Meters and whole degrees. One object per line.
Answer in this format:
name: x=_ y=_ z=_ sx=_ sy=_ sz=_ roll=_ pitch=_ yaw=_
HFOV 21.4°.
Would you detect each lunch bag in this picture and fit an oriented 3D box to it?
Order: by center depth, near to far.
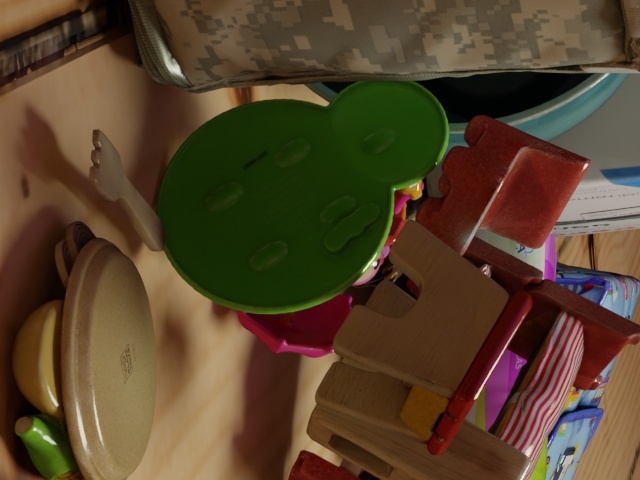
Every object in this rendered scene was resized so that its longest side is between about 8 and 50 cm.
lunch bag: x=0.043 y=-0.204 z=0.851 sx=0.212 sy=0.305 sz=0.256 roll=-28 pitch=115 yaw=-68
lunch bag: x=0.194 y=0.165 z=1.599 sx=0.221 sy=0.138 sz=0.293 roll=2 pitch=100 yaw=-72

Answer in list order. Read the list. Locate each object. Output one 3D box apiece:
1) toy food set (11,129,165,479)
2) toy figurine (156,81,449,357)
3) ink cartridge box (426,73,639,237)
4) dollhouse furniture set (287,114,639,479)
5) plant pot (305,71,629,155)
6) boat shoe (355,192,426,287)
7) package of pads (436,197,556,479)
toy food set: x=-0.113 y=0.058 z=0.817 sx=0.132 sy=0.039 sz=0.192 roll=64 pitch=25 yaw=-65
toy figurine: x=0.000 y=0.000 z=0.990 sx=0.130 sy=0.173 sz=0.159 roll=51 pitch=-11 yaw=24
ink cartridge box: x=0.253 y=-0.104 z=1.412 sx=0.395 sy=0.285 sz=0.166 roll=17 pitch=68 yaw=-76
dollhouse furniture set: x=0.101 y=0.072 z=0.982 sx=0.201 sy=0.152 sz=0.374 roll=-59 pitch=174 yaw=-21
plant pot: x=0.100 y=-0.174 z=1.114 sx=0.255 sy=0.272 sz=0.271 roll=44 pitch=48 yaw=-76
boat shoe: x=0.041 y=0.005 z=1.204 sx=0.178 sy=0.064 sz=0.060 roll=-31 pitch=119 yaw=-72
package of pads: x=0.133 y=0.100 z=1.340 sx=0.296 sy=0.101 sz=0.229 roll=33 pitch=61 yaw=-79
